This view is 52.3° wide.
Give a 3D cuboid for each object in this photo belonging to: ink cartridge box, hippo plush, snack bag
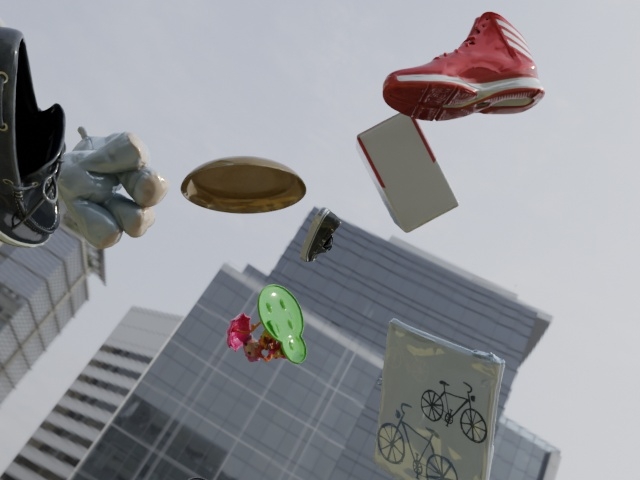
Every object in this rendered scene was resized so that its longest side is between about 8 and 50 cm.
[{"bbox_3d":[0.159,-0.133,1.273,0.197,0.114,0.273,63,4,-3],"label":"ink cartridge box"},{"bbox_3d":[-0.472,-0.123,1.409,0.236,0.294,0.235,-120,-160,-69],"label":"hippo plush"},{"bbox_3d":[0.221,0.346,1.289,0.037,0.343,0.323,0,8,-33],"label":"snack bag"}]

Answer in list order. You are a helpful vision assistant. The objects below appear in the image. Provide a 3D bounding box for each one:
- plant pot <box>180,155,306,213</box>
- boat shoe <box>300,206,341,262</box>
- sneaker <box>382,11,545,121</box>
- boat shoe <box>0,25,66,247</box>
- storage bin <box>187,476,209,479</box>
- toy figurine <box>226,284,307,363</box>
[{"bbox_3d":[-0.144,-0.106,1.233,0.236,0.033,0.236,-2,-19,-1],"label":"plant pot"},{"bbox_3d":[0.000,0.000,1.041,0.040,0.049,0.142,32,-31,8],"label":"boat shoe"},{"bbox_3d":[0.182,-0.235,0.873,0.221,0.128,0.087,0,-21,-16],"label":"sneaker"},{"bbox_3d":[-0.472,-0.139,1.012,0.155,0.187,0.500,-3,-30,-9],"label":"boat shoe"},{"bbox_3d":[-0.139,0.447,0.963,0.180,0.122,0.084,19,-54,1],"label":"storage bin"},{"bbox_3d":[-0.126,0.202,1.381,0.159,0.130,0.173,-30,-102,34],"label":"toy figurine"}]
